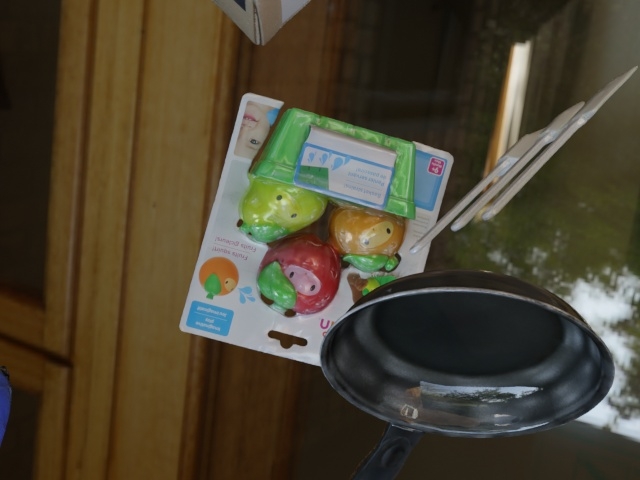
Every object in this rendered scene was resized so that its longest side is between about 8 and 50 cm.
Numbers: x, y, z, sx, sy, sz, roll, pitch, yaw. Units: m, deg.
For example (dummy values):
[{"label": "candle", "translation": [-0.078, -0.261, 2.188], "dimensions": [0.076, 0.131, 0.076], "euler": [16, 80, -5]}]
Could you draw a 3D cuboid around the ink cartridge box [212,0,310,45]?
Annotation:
[{"label": "ink cartridge box", "translation": [-0.039, -0.325, 0.919], "dimensions": [0.193, 0.234, 0.088], "euler": [43, 167, 11]}]

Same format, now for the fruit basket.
[{"label": "fruit basket", "translation": [0.000, 0.000, 1.470], "dimensions": [0.327, 0.353, 0.165], "euler": [16, 175, -9]}]

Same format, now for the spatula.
[{"label": "spatula", "translation": [0.188, -0.069, 0.975], "dimensions": [0.242, 0.019, 0.168], "euler": [-43, -173, -31]}]

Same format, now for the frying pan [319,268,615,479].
[{"label": "frying pan", "translation": [0.104, 0.118, 0.754], "dimensions": [0.197, 0.326, 0.053], "euler": [3, -126, 8]}]

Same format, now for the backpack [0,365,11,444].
[{"label": "backpack", "translation": [-0.185, 0.064, 0.356], "dimensions": [0.120, 0.098, 0.101], "euler": [19, 177, 30]}]
